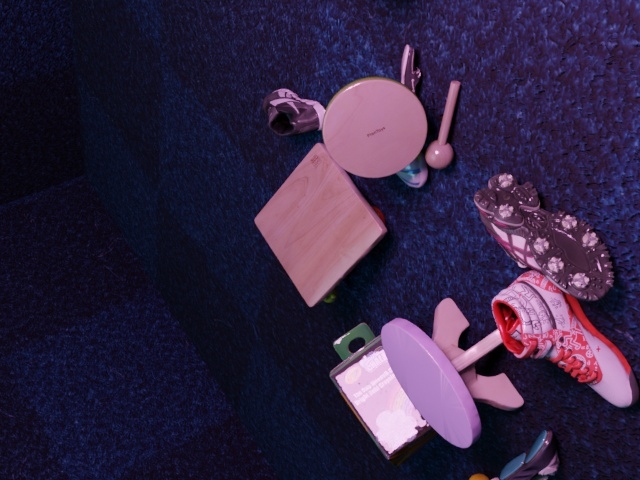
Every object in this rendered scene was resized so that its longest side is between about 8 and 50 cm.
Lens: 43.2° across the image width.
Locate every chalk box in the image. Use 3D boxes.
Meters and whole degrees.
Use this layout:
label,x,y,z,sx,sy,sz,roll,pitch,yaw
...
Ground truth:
label,x,y,z,sx,sy,sz,roll,pitch,yaw
chalk box,0.144,0.321,1.780,0.289,0.180,0.179,54,177,23

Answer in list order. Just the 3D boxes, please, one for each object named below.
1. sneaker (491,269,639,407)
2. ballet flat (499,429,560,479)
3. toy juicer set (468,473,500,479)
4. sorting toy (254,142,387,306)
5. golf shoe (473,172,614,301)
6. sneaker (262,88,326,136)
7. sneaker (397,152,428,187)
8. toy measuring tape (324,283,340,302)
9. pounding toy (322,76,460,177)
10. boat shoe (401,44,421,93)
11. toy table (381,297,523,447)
label,x,y,z,sx,sy,sz,roll,pitch,yaw
sneaker,0.387,0.178,1.308,0.270,0.144,0.090,59,153,11
ballet flat,0.420,0.431,1.564,0.074,0.074,0.203,52,145,23
toy juicer set,0.397,0.587,1.721,0.329,0.089,0.209,102,149,-62
sorting toy,0.013,-0.033,1.775,0.257,0.089,0.256,-48,64,29
golf shoe,0.359,0.006,1.292,0.273,0.105,0.120,51,168,34
sneaker,-0.084,-0.284,1.810,0.234,0.106,0.078,28,135,50
sneaker,0.099,-0.185,1.541,0.240,0.126,0.091,57,153,17
toy measuring tape,0.000,0.000,1.895,0.121,0.121,0.330,20,124,55
pounding toy,0.120,-0.217,1.439,0.110,0.236,0.183,-91,1,-60
boat shoe,0.161,-0.288,1.439,0.046,0.038,0.125,-80,-6,-55
toy table,0.262,0.246,1.577,0.274,0.160,0.252,61,153,6
